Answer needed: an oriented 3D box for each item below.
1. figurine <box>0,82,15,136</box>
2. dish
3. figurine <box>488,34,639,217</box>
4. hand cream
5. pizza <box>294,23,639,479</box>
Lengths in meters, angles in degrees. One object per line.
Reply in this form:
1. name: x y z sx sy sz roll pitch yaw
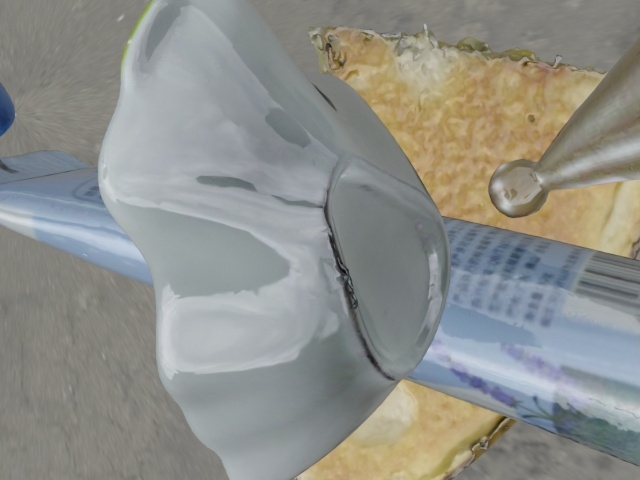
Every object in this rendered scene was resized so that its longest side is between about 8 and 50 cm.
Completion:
1. figurine: -0.219 -0.075 0.870 0.086 0.149 0.087 -2 77 -49
2. dish: 0.000 0.000 0.383 0.039 0.137 0.091 13 62 29
3. figurine: 0.186 -0.095 0.393 0.166 0.387 0.207 47 50 -18
4. hand cream: 0.015 0.012 0.536 0.271 0.091 0.058 16 105 17
5. pizza: 0.045 0.001 0.948 0.223 0.089 0.323 36 94 -7
